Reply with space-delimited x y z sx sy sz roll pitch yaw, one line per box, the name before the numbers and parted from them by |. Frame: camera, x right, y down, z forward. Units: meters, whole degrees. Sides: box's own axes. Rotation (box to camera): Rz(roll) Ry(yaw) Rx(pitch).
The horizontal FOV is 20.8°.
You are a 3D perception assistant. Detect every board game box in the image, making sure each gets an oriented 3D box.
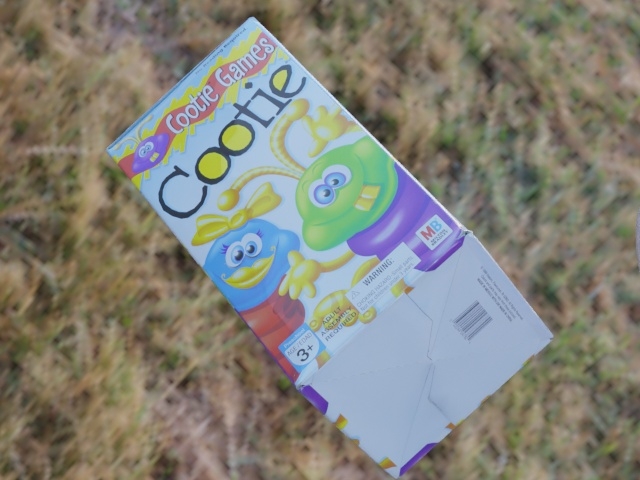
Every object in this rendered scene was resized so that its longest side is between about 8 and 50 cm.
board game box | 0.000 0.000 1.159 0.275 0.142 0.144 48 1 43

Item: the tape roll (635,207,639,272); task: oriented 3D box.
tape roll | 0.374 0.043 1.332 0.169 0.246 0.246 -23 67 -10
